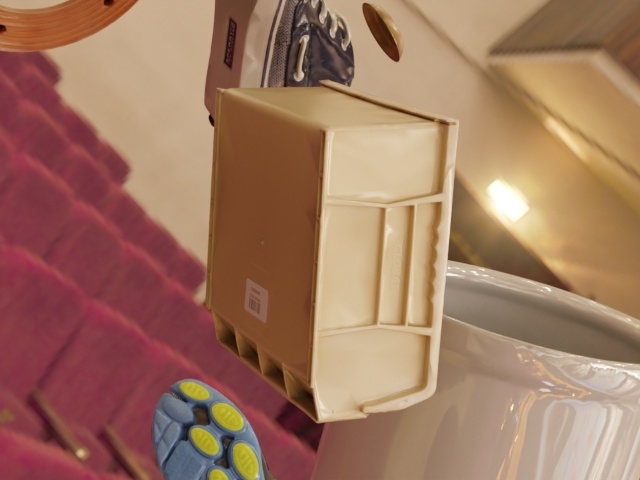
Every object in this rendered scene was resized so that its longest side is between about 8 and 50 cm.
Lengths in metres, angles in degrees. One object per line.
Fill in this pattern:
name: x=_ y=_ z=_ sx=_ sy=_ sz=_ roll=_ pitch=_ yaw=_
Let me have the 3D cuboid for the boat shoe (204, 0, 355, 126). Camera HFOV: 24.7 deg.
boat shoe: x=-0.032 y=-0.269 z=1.708 sx=0.127 sy=0.158 sz=0.340 roll=55 pitch=-38 yaw=41

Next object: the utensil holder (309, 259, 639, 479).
utensil holder: x=0.151 y=0.245 z=1.462 sx=0.328 sy=0.385 sz=0.327 roll=13 pitch=10 yaw=-2

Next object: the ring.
ring: x=-0.330 y=-0.368 z=1.714 sx=0.032 sy=0.337 sz=0.336 roll=57 pitch=4 yaw=39

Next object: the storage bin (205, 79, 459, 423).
storage bin: x=0.000 y=0.000 z=1.325 sx=0.262 sy=0.123 sz=0.260 roll=-151 pitch=-118 yaw=-62

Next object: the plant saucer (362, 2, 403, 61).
plant saucer: x=0.079 y=-0.257 z=1.780 sx=0.083 sy=0.015 sz=0.083 roll=56 pitch=-8 yaw=12

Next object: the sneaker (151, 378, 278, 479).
sneaker: x=-0.049 y=0.176 z=0.954 sx=0.188 sy=0.067 sz=0.078 roll=52 pitch=-15 yaw=2
